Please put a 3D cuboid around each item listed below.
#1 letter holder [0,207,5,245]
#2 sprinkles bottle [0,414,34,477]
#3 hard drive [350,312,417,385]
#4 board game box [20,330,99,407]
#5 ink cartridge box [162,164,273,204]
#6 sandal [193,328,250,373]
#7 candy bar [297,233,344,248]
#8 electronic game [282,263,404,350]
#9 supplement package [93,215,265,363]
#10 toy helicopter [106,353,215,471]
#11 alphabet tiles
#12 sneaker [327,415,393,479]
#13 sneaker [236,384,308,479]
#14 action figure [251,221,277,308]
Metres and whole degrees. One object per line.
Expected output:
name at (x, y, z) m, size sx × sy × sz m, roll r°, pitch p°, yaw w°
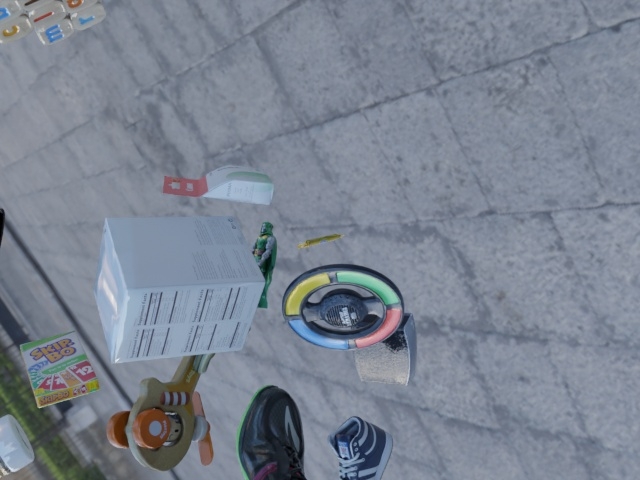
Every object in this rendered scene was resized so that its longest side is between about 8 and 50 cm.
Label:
letter holder at (-0.830, 0.056, 1.675) m, size 0.214 × 0.302 × 0.152 m, roll 10°, pitch 175°, yaw 20°
sprinkles bottle at (-0.808, 0.517, 1.542) m, size 0.121 × 0.355 × 0.121 m, roll 51°, pitch 159°, yaw 28°
hard drive at (0.162, 0.282, 1.854) m, size 0.171 × 0.054 × 0.255 m, roll 3°, pitch 133°, yaw 12°
board game box at (-0.572, 0.269, 1.560) m, size 0.259 × 0.124 × 0.039 m, roll 30°, pitch 129°, yaw 56°
ink cartridge box at (-0.223, -0.130, 1.550) m, size 0.181 × 0.224 × 0.056 m, roll -124°, pitch 44°, yaw -71°
sandal at (-0.206, 0.198, 1.641) m, size 0.086 × 0.120 × 0.303 m, roll 28°, pitch 126°, yaw -1°
candy bar at (0.000, 0.000, 1.801) m, size 0.040 × 0.161 × 0.018 m, roll -14°, pitch 90°, yaw 36°
electronic game at (0.042, 0.128, 1.340) m, size 0.229 × 0.048 × 0.229 m, roll 2°, pitch 132°, yaw 2°
supplement package at (-0.280, 0.089, 1.392) m, size 0.199 × 0.262 × 0.198 m, roll 60°, pitch 140°, yaw 41°
toy helicopter at (-0.321, 0.372, 1.695) m, size 0.140 × 0.355 × 0.235 m, roll -16°, pitch 131°, yaw 42°
alphabet tiles at (-0.487, -0.468, 1.315) m, size 0.021 × 0.277 × 0.284 m, roll 56°, pitch 168°, yaw 13°
sneaker at (0.074, 0.561, 1.716) m, size 0.099 × 0.282 × 0.153 m, roll -11°, pitch 137°, yaw 42°
sneaker at (-0.075, 0.547, 1.582) m, size 0.202 × 0.185 × 0.483 m, roll -37°, pitch 45°, yaw 41°
action figure at (-0.165, 0.062, 1.920) m, size 0.137 × 0.232 × 0.063 m, roll 1°, pitch 164°, yaw 46°
